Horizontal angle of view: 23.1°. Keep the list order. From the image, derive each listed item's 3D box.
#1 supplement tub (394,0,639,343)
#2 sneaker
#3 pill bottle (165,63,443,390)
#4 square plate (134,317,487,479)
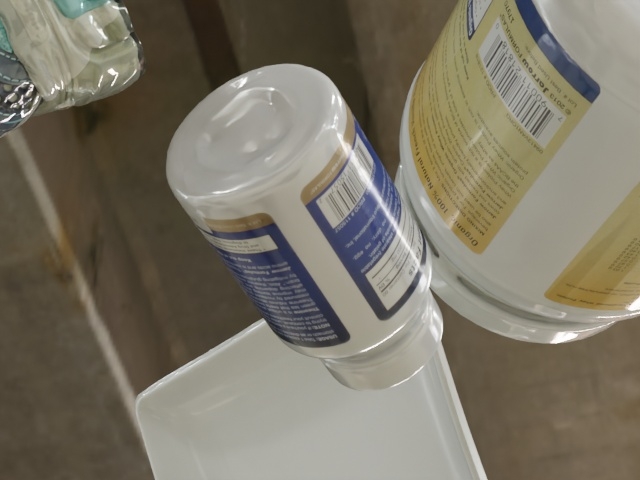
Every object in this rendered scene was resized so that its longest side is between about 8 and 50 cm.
[{"bbox_3d":[0.180,-0.087,0.949,0.228,0.228,0.316,10,-29,-11],"label":"supplement tub"},{"bbox_3d":[-0.179,-0.078,0.627,0.122,0.283,0.110,-30,-78,-22],"label":"sneaker"},{"bbox_3d":[0.000,0.000,0.562,0.067,0.067,0.120,-20,-48,15],"label":"pill bottle"},{"bbox_3d":[0.014,0.220,1.173,0.049,0.347,0.344,-4,-21,-45],"label":"square plate"}]
